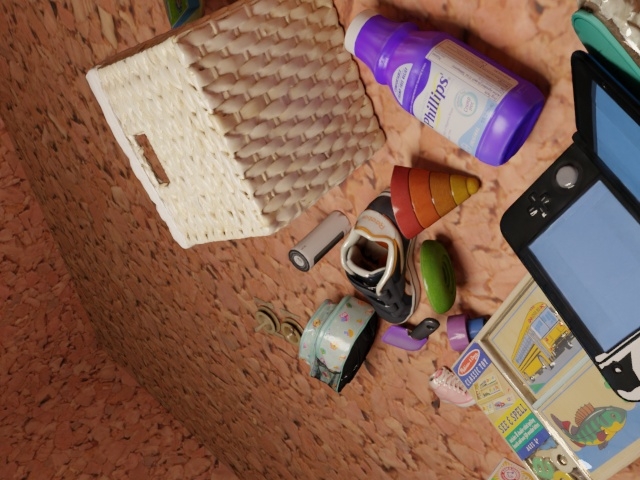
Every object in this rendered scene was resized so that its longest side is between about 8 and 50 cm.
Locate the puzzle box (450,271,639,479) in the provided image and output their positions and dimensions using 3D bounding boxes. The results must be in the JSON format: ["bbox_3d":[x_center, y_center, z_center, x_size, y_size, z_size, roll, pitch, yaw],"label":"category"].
[{"bbox_3d":[0.362,0.168,0.886,0.272,0.052,0.409,54,141,30],"label":"puzzle box"}]

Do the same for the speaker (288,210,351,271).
[{"bbox_3d":[0.000,0.000,1.247,0.055,0.136,0.055,29,142,25],"label":"speaker"}]

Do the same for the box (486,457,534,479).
[{"bbox_3d":[0.427,0.546,1.269,0.203,0.103,0.114,20,137,41],"label":"box"}]

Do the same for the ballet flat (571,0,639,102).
[{"bbox_3d":[0.406,-0.105,0.624,0.409,0.147,0.147,55,148,-6],"label":"ballet flat"}]

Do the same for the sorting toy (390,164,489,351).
[{"bbox_3d":[0.231,0.029,1.043,0.126,0.127,0.366,-13,117,24],"label":"sorting toy"}]

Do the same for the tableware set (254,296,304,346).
[{"bbox_3d":[-0.114,0.235,1.720,0.194,0.039,0.128,17,134,44],"label":"tableware set"}]

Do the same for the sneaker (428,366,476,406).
[{"bbox_3d":[0.265,0.289,1.271,0.070,0.051,0.134,52,153,-9],"label":"sneaker"}]

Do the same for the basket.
[{"bbox_3d":[-0.117,-0.204,1.025,0.266,0.331,0.328,-2,120,47],"label":"basket"}]

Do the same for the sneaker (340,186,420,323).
[{"bbox_3d":[0.106,0.058,1.180,0.126,0.127,0.321,27,142,33],"label":"sneaker"}]

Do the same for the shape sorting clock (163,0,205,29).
[{"bbox_3d":[-0.248,-0.470,1.153,0.206,0.040,0.206,36,131,54],"label":"shape sorting clock"}]

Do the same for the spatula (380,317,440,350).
[{"bbox_3d":[0.180,0.178,1.216,0.084,0.030,0.296,20,165,1],"label":"spatula"}]

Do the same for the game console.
[{"bbox_3d":[0.308,-0.006,0.689,0.250,0.173,0.293,-51,48,32],"label":"game console"}]

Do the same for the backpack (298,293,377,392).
[{"bbox_3d":[0.042,0.206,1.368,0.144,0.166,0.188,34,142,11],"label":"backpack"}]

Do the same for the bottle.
[{"bbox_3d":[0.157,-0.218,0.865,0.283,0.092,0.118,40,147,20],"label":"bottle"}]
